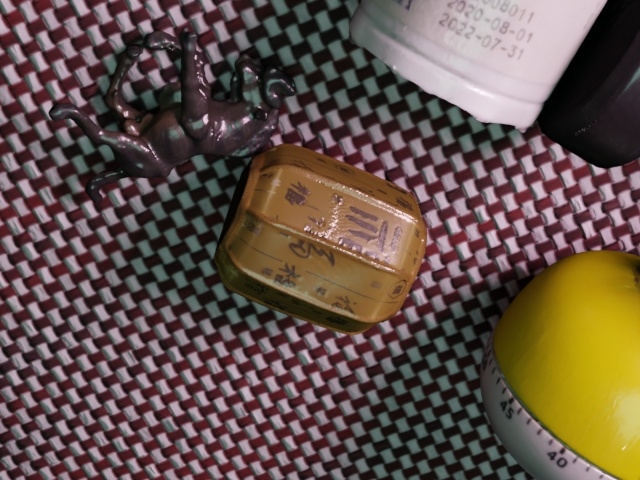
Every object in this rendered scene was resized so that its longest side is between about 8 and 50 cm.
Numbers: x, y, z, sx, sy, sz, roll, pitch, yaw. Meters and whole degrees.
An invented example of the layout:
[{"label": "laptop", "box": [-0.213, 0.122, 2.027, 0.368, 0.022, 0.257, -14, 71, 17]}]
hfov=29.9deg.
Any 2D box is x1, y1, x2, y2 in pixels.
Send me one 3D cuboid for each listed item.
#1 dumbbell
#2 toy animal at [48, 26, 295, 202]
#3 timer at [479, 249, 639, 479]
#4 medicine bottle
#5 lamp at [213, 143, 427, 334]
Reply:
[{"label": "dumbbell", "box": [0.376, -0.110, 1.078, 0.323, 0.203, 0.203, 27, 112, -13]}, {"label": "toy animal", "box": [-0.142, -0.115, 1.133, 0.233, 0.084, 0.148, -29, 113, 8]}, {"label": "timer", "box": [0.310, 0.101, 1.136, 0.285, 0.285, 0.285, 0, 115, -1]}, {"label": "medicine bottle", "box": [0.177, -0.280, 1.002, 0.190, 0.190, 0.332, 24, 112, -11]}, {"label": "lamp", "box": [0.000, 0.000, 1.152, 0.185, 0.161, 0.161, 21, 113, -7]}]
